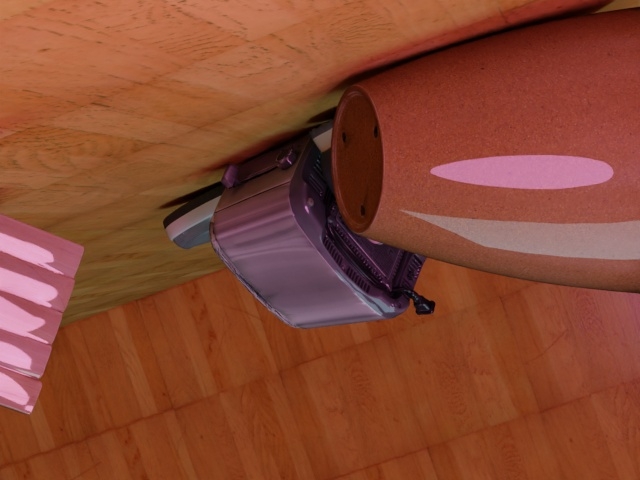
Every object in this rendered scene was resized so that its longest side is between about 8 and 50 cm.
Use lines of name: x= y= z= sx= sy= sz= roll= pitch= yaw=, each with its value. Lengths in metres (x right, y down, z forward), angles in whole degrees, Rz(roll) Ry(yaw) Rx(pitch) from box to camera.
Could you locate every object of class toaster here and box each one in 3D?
toaster: x=0.000 y=0.000 z=1.462 sx=0.146 sy=0.227 sz=0.129 roll=-13 pitch=-138 yaw=40

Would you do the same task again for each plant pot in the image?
plant pot: x=0.147 y=-0.068 z=1.195 sx=0.254 sy=0.237 sz=0.237 roll=-3 pitch=172 yaw=-20

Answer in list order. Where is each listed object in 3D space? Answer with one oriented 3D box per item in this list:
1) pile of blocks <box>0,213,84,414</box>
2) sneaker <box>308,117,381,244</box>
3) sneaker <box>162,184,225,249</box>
pile of blocks: x=-0.324 y=0.039 z=0.851 sx=0.362 sy=0.149 sz=0.113 roll=-5 pitch=-178 yaw=-29
sneaker: x=0.148 y=-0.089 z=1.397 sx=0.319 sy=0.131 sz=0.112 roll=-18 pitch=177 yaw=-20
sneaker: x=-0.008 y=0.002 z=1.621 sx=0.296 sy=0.178 sz=0.124 roll=-19 pitch=177 yaw=4
